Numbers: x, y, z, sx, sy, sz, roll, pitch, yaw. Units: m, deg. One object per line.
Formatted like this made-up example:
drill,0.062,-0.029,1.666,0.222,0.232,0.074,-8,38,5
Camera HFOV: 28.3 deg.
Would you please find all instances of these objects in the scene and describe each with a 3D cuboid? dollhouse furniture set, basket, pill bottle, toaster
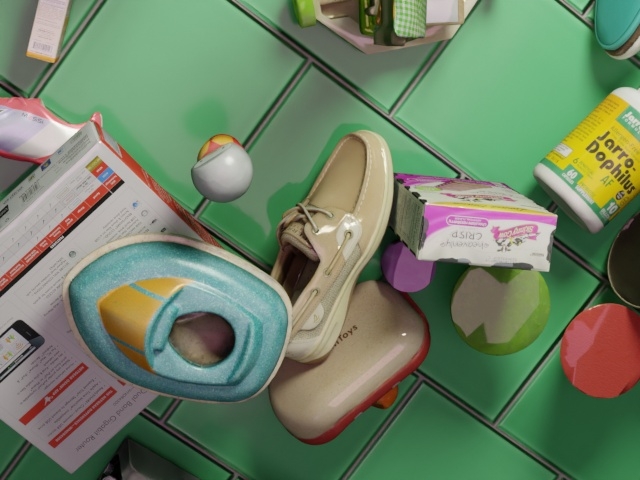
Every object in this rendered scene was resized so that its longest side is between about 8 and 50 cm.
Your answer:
dollhouse furniture set,0.130,-0.311,1.367,0.151,0.301,0.198,-3,99,-4
basket,0.508,0.077,1.644,0.227,0.204,0.154,38,103,-24
pill bottle,0.381,-0.119,1.608,0.208,0.117,0.117,-44,104,3
toaster,-0.224,0.377,1.641,0.185,0.110,0.168,33,97,-13

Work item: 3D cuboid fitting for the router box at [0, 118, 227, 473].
router box,-0.293,0.075,1.544,0.335,0.082,0.301,-42,119,3

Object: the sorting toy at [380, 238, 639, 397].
sorting toy,0.242,0.084,1.639,0.365,0.126,0.127,23,94,-7

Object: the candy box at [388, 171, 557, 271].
candy box,0.175,-0.027,1.541,0.159,0.233,0.071,5,102,-9

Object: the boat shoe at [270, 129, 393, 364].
boat shoe,0.000,0.000,1.561,0.098,0.109,0.302,22,87,-43

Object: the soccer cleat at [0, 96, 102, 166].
soccer cleat,-0.386,-0.141,1.527,0.248,0.083,0.095,16,89,-12

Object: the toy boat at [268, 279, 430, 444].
toy boat,0.049,0.172,1.633,0.231,0.151,0.151,-39,133,2

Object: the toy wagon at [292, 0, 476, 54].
toy wagon,0.081,-0.406,1.533,0.267,0.068,0.344,-12,103,-5

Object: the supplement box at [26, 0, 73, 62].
supplement box,-0.320,-0.265,1.513,0.036,0.062,0.098,14,99,-9

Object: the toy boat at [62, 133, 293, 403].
toy boat,-0.147,0.033,1.428,0.267,0.148,0.318,15,103,-9

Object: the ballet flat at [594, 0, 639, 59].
ballet flat,0.441,-0.417,1.556,0.139,0.139,0.400,6,100,-9
